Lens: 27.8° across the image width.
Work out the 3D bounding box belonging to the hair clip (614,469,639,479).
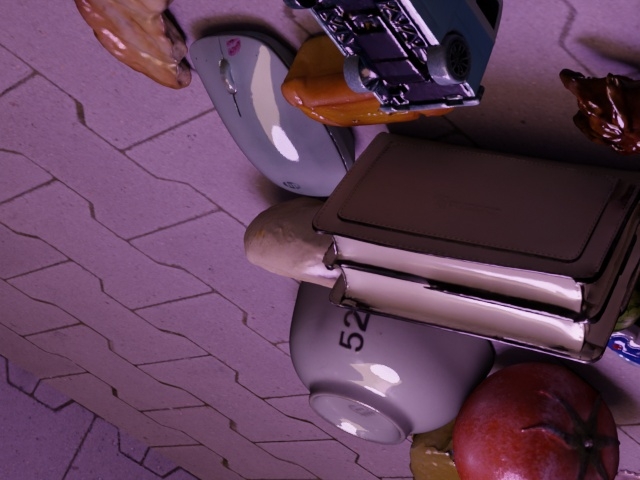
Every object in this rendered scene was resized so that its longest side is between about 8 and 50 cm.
[{"bbox_3d":[0.552,0.440,2.347,0.226,0.034,0.072,0,149,38],"label":"hair clip"}]

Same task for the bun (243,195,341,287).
[{"bbox_3d":[0.000,0.000,1.897,0.222,0.127,0.222,11,175,1],"label":"bun"}]

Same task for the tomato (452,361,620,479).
[{"bbox_3d":[0.332,0.326,2.049,0.265,0.265,0.265,20,154,10],"label":"tomato"}]

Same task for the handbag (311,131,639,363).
[{"bbox_3d":[0.200,-0.008,1.560,0.358,0.237,0.160,12,140,27],"label":"handbag"}]

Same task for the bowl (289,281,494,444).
[{"bbox_3d":[0.093,0.218,2.146,0.354,0.185,0.354,20,154,10],"label":"bowl"}]

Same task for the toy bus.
[{"bbox_3d":[0.066,-0.266,1.262,0.133,0.165,0.271,0,145,40],"label":"toy bus"}]

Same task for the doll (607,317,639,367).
[{"bbox_3d":[0.433,0.131,1.824,0.195,0.070,0.096,33,177,-1],"label":"doll"}]

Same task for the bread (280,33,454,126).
[{"bbox_3d":[0.060,-0.187,1.509,0.245,0.094,0.102,0,150,41],"label":"bread"}]

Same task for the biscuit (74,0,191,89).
[{"bbox_3d":[-0.238,-0.295,1.615,0.154,0.045,0.299,21,155,6],"label":"biscuit"}]

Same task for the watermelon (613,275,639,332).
[{"bbox_3d":[0.386,0.075,1.718,0.109,0.109,0.109,20,154,10],"label":"watermelon"}]

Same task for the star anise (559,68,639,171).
[{"bbox_3d":[0.375,-0.099,1.355,0.288,0.088,0.288,27,179,1],"label":"star anise"}]

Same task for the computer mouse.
[{"bbox_3d":[-0.063,-0.152,1.679,0.159,0.097,0.288,5,149,39],"label":"computer mouse"}]

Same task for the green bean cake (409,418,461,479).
[{"bbox_3d":[0.329,0.400,2.304,0.310,0.202,0.285,13,140,21],"label":"green bean cake"}]
